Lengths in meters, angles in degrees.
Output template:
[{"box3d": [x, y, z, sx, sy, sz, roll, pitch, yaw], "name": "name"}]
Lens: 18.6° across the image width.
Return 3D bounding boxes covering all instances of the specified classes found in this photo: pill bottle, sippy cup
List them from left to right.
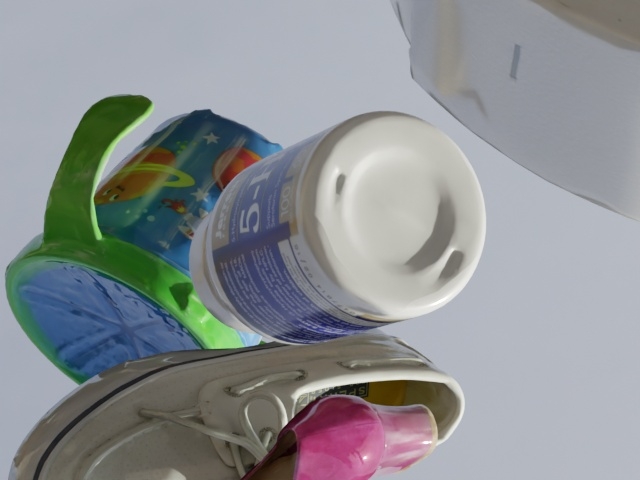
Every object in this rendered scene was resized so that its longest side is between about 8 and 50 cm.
[{"box3d": [-0.125, 0.013, 1.748, 0.240, 0.305, 0.224, 31, -122, 3], "name": "sippy cup"}, {"box3d": [0.000, 0.000, 1.096, 0.112, 0.112, 0.186, -40, -171, -28], "name": "pill bottle"}]

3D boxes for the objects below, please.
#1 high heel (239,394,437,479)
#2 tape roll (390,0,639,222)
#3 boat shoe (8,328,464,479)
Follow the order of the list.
[{"box3d": [-0.037, 0.172, 1.281, 0.117, 0.244, 0.082, 2, -115, -43], "name": "high heel"}, {"box3d": [0.158, -0.141, 0.690, 0.286, 0.100, 0.286, -1, -121, 1], "name": "tape roll"}, {"box3d": [-0.040, 0.157, 1.433, 0.367, 0.136, 0.156, -10, -161, -37], "name": "boat shoe"}]
